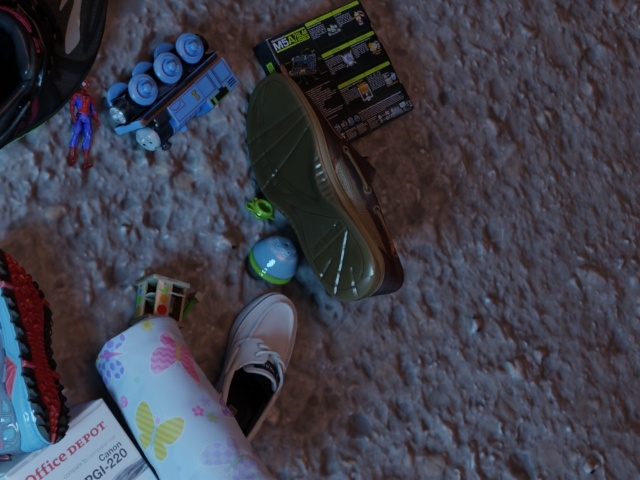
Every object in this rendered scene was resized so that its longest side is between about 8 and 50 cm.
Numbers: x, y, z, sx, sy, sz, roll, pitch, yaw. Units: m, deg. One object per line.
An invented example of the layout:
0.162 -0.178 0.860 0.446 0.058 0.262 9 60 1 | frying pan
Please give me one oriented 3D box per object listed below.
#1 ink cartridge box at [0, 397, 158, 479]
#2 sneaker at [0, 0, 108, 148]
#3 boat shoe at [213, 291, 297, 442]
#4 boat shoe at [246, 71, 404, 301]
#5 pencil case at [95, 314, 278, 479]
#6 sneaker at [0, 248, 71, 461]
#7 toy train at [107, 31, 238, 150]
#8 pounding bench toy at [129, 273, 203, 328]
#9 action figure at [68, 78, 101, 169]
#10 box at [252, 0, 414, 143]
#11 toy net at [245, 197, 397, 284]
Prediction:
-0.267 0.316 1.728 0.158 0.092 0.218 -39 98 -36 | ink cartridge box
-0.362 -0.206 1.719 0.185 0.202 0.482 45 44 -16 | sneaker
-0.081 0.175 1.902 0.095 0.084 0.258 34 60 -23 | boat shoe
0.013 -0.073 2.000 0.123 0.123 0.342 -1 56 -50 | boat shoe
-0.156 0.219 1.762 0.124 0.113 0.273 -3 52 -55 | pencil case
-0.375 0.127 1.695 0.104 0.125 0.261 51 19 -56 | sneaker
-0.194 -0.192 1.934 0.105 0.080 0.184 54 54 -17 | toy train
-0.189 0.087 1.871 0.083 0.052 0.065 18 67 -30 | pounding bench toy
-0.299 -0.149 1.878 0.038 0.030 0.115 8 70 -28 | action figure
0.021 -0.229 2.116 0.191 0.045 0.184 -31 93 -36 | box
0.000 0.000 2.040 0.232 0.045 0.122 2 50 -37 | toy net
